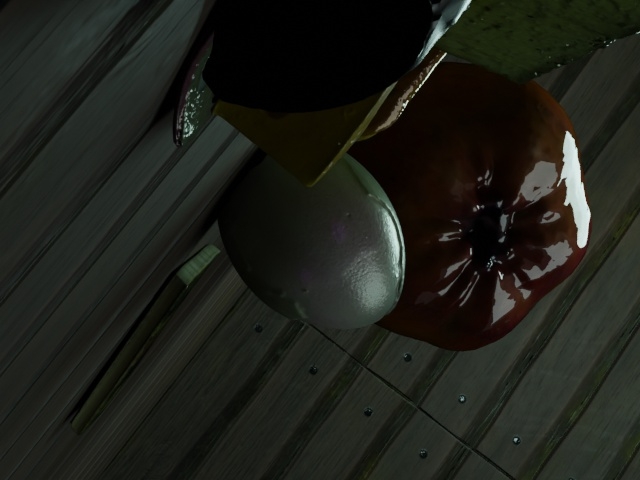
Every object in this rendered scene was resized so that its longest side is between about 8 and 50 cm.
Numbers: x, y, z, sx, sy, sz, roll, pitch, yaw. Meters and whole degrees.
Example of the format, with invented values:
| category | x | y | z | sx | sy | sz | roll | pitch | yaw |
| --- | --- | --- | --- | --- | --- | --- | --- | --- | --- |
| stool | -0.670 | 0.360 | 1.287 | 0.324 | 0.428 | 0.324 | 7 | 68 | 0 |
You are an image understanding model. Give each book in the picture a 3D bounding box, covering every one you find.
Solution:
| category | x | y | z | sx | sy | sz | roll | pitch | yaw |
| --- | --- | --- | --- | --- | --- | --- | --- | --- | --- |
| book | -0.203 | 0.112 | 1.485 | 0.228 | 0.024 | 0.160 | -54 | -179 | 16 |

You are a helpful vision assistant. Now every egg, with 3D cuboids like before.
| category | x | y | z | sx | sy | sz | roll | pitch | yaw |
| --- | --- | --- | --- | --- | --- | --- | --- | --- | --- |
| egg | 0.000 | 0.000 | 1.382 | 0.183 | 0.217 | 0.183 | -50 | 180 | 0 |

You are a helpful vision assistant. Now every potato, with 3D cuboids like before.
| category | x | y | z | sx | sy | sz | roll | pitch | yaw |
| --- | --- | --- | --- | --- | --- | --- | --- | --- | --- |
| potato | 0.204 | -0.321 | 1.095 | 0.330 | 0.213 | 0.280 | -11 | -116 | 66 |

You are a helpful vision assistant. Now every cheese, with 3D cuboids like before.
| category | x | y | z | sx | sy | sz | roll | pitch | yaw |
| --- | --- | --- | --- | --- | --- | --- | --- | --- | --- |
| cheese | 0.019 | -0.143 | 0.887 | 0.171 | 0.093 | 0.126 | -55 | 177 | 31 |

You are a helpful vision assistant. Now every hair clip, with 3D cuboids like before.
| category | x | y | z | sx | sy | sz | roll | pitch | yaw |
| --- | --- | --- | --- | --- | --- | --- | --- | --- | --- |
| hair clip | -0.054 | -0.109 | 0.727 | 0.137 | 0.022 | 0.054 | -54 | 179 | 43 |

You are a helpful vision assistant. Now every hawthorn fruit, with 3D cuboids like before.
| category | x | y | z | sx | sy | sz | roll | pitch | yaw |
| --- | --- | --- | --- | --- | --- | --- | --- | --- | --- |
| hawthorn fruit | 0.180 | -0.077 | 1.969 | 0.471 | 0.472 | 0.472 | -53 | 179 | -2 |

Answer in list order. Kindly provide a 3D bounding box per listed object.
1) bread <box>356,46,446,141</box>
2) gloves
| category | x | y | z | sx | sy | sz | roll | pitch | yaw |
| --- | --- | --- | --- | --- | --- | --- | --- | --- | --- |
| bread | 0.078 | -0.202 | 1.253 | 0.245 | 0.102 | 0.094 | -51 | -179 | -12 |
| gloves | 0.032 | -0.155 | 0.576 | 0.164 | 0.124 | 0.203 | -28 | -144 | 33 |
